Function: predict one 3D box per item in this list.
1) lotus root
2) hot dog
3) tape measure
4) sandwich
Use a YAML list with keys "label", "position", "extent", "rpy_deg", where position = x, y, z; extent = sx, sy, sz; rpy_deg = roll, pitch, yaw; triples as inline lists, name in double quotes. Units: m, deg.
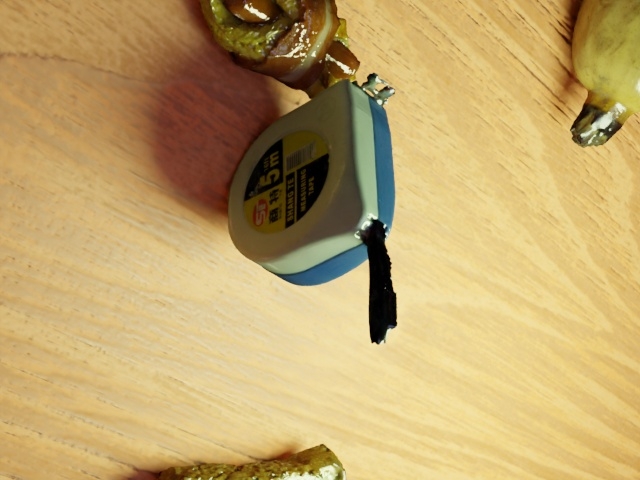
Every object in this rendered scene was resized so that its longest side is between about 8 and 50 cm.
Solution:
- label: "lotus root"
  position: [0.438, -0.271, 1.701]
  extent: [0.182, 0.182, 0.310]
  rpy_deg: [19, 94, -41]
- label: "hot dog"
  position: [-0.035, -0.239, 1.377]
  extent: [0.261, 0.093, 0.123]
  rpy_deg: [20, 91, -42]
- label: "tape measure"
  position: [0.000, 0.000, 1.343]
  extent: [0.098, 0.215, 0.351]
  rpy_deg: [34, 42, -39]
- label: "sandwich"
  position: [-0.099, 0.375, 1.525]
  extent: [0.251, 0.087, 0.226]
  rpy_deg: [1, 101, -37]
